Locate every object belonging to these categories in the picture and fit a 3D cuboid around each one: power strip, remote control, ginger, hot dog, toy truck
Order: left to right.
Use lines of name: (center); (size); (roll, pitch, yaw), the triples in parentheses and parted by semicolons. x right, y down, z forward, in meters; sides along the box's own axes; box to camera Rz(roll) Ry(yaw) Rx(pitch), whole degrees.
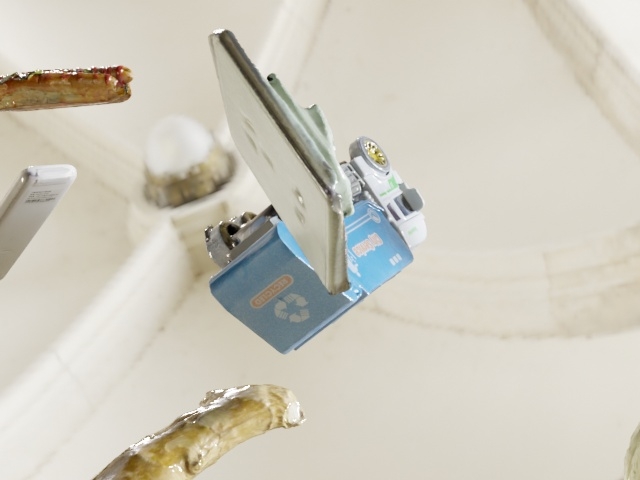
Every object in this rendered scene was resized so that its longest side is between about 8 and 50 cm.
remote control: (-0.356, -0.017, 1.662); (0.067, 0.261, 0.029); (-7, -115, -37)
hot dog: (-0.238, -0.140, 1.319); (0.144, 0.038, 0.062); (-4, -177, 13)
ginger: (-0.131, 0.214, 1.259); (0.294, 0.086, 0.131); (-38, -150, -29)
power strip: (-0.017, -0.077, 1.294); (0.064, 0.198, 0.213); (-28, -113, -10)
toy truck: (0.000, 0.000, 1.687); (0.146, 0.175, 0.367); (-37, 177, 28)

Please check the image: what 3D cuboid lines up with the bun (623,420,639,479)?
bun: (0.384, 0.185, 1.266); (0.244, 0.153, 0.244); (-14, 179, 0)
